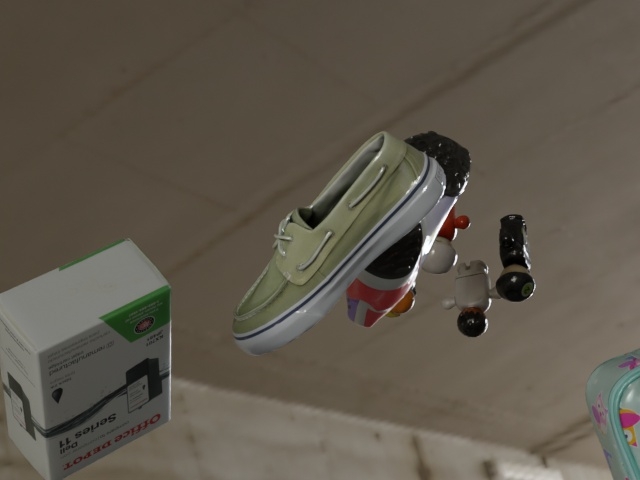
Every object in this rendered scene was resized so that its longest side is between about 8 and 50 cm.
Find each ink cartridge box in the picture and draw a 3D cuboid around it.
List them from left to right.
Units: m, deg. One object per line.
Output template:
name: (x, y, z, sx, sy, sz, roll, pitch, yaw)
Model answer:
ink cartridge box: (-0.229, 0.121, 1.384, 0.153, 0.087, 0.208, -27, -37, -29)

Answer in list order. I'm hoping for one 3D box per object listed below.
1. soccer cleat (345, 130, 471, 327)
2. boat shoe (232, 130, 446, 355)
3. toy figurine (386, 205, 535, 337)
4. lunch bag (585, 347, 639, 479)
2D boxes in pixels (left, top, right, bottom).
soccer cleat: (0.105, -0.022, 1.795, 0.108, 0.318, 0.116, 24, -47, 6)
boat shoe: (0.000, 0.000, 1.518, 0.094, 0.109, 0.302, 39, -74, -22)
toy figurine: (0.210, 0.047, 2.179, 0.213, 0.148, 0.209, 19, -41, -18)
lunch bag: (0.415, 0.182, 1.347, 0.279, 0.224, 0.108, -20, 3, -4)
